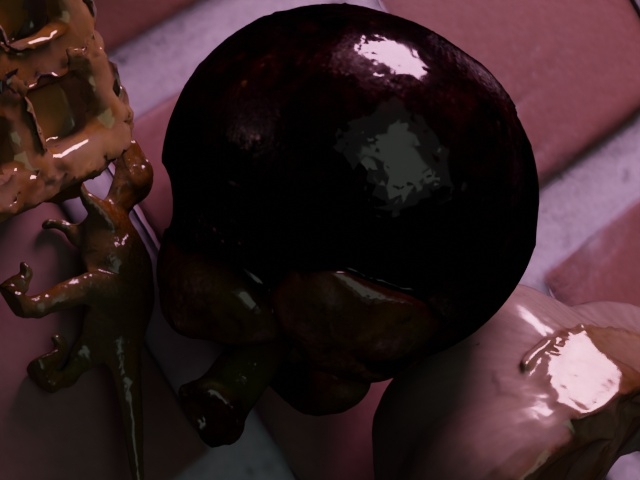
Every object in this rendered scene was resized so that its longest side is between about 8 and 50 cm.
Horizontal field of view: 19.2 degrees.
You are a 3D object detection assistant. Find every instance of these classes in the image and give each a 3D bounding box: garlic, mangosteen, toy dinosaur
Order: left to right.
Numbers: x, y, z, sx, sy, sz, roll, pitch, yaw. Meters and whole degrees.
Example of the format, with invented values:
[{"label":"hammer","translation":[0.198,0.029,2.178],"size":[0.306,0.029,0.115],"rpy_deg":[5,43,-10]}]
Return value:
[{"label":"toy dinosaur","translation":[-0.103,0.039,1.024],"size":[0.126,0.039,0.162],"rpy_deg":[-42,104,-32]},{"label":"mangosteen","translation":[0.000,0.000,1.004],"size":[0.211,0.211,0.250],"rpy_deg":[34,75,-22]},{"label":"garlic","translation":[0.105,0.108,1.088],"size":[0.143,0.178,0.229],"rpy_deg":[38,39,14]}]

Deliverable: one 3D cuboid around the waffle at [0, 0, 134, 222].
[{"label":"waffle","translation":[-0.276,-0.075,0.854],"size":[0.376,0.114,0.261],"rpy_deg":[-33,111,-41]}]
